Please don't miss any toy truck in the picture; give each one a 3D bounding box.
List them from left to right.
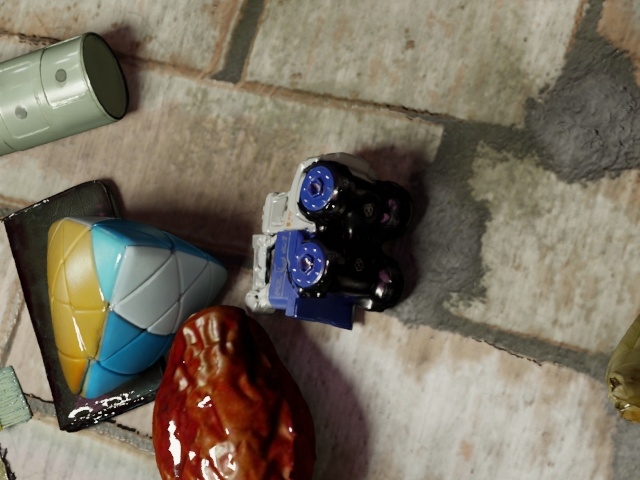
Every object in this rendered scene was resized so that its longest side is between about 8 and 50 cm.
[{"bbox_3d":[0.000,0.000,1.620,0.177,0.161,0.213,-1,78,42],"label":"toy truck"}]

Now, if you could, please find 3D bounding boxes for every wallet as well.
[{"bbox_3d":[-0.315,0.083,1.750,0.172,0.045,0.318,-22,72,9],"label":"wallet"}]

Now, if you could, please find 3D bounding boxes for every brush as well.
[{"bbox_3d":[-0.499,0.244,1.742,0.218,0.010,0.082,-22,70,-20],"label":"brush"}]

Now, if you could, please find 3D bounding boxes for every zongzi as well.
[{"bbox_3d":[0.377,0.106,1.433,0.099,0.197,0.194,22,84,31],"label":"zongzi"}]

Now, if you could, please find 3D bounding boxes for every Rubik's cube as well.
[{"bbox_3d":[-0.243,0.041,1.671,0.254,0.254,0.254,-4,79,18],"label":"Rubik's cube"}]

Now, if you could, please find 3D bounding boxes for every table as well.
[{"bbox_3d":[-0.388,-0.194,1.785,0.220,0.126,0.126,-15,75,16],"label":"table"}]

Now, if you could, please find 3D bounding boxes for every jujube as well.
[{"bbox_3d":[-0.102,0.224,1.579,0.197,0.197,0.290,-21,60,14],"label":"jujube"}]

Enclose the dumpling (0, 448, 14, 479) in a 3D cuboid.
[{"bbox_3d":[-0.527,0.306,1.761,0.332,0.086,0.166,22,90,18],"label":"dumpling"}]
